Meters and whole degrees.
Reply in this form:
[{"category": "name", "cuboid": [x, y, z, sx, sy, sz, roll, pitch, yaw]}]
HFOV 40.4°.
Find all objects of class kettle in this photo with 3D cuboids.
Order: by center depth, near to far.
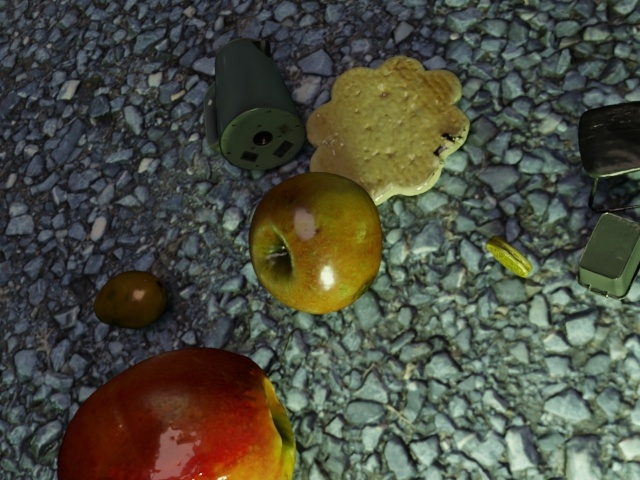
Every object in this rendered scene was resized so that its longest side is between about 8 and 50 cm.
[{"category": "kettle", "cuboid": [-0.147, -0.257, 1.688, 0.210, 0.160, 0.243, -46, 42, 31]}]

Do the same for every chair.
[{"category": "chair", "cuboid": [0.463, -0.155, 1.309, 0.145, 0.221, 0.140, -7, 64, 21]}]

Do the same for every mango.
[{"category": "mango", "cuboid": [-0.358, 0.109, 1.628, 0.163, 0.089, 0.111, 8, 71, 35]}]

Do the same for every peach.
[{"category": "peach", "cuboid": [-0.224, 0.329, 1.345, 0.373, 0.290, 0.372, -8, 58, 13]}]

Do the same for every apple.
[{"category": "apple", "cuboid": [0.000, 0.000, 1.456, 0.237, 0.207, 0.237, 14, 109, 45]}]

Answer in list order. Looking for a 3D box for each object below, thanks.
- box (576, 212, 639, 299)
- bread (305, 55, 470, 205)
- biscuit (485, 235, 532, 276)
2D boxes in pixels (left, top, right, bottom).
[{"category": "box", "cuboid": [0.445, 0.021, 1.325, 0.084, 0.069, 0.122, 22, 77, 28]}, {"category": "bread", "cuboid": [0.118, -0.198, 1.581, 0.316, 0.054, 0.316, -9, 65, 20]}, {"category": "biscuit", "cuboid": [0.300, 0.025, 1.378, 0.023, 0.084, 0.084, -49, 57, -3]}]
